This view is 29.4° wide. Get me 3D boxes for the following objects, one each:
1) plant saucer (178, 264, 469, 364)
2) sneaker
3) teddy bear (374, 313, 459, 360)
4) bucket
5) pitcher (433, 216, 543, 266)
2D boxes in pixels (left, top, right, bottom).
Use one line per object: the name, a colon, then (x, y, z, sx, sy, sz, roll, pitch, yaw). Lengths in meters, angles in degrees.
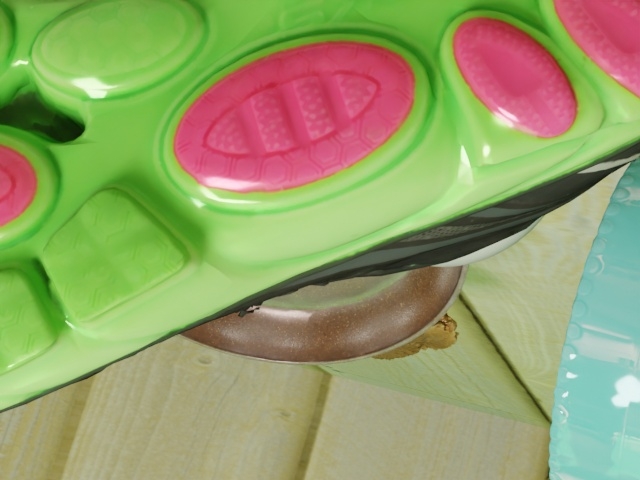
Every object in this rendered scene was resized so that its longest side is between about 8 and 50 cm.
plant saucer: (-0.040, -0.018, 0.922, 0.311, 0.050, 0.310, 8, 138, 7)
sneaker: (-0.054, -0.026, 0.492, 0.483, 0.185, 0.202, -13, 164, 6)
teddy bear: (0.000, 0.000, 1.093, 0.338, 0.113, 0.245, 23, 148, -33)
bucket: (0.262, 0.076, 0.730, 0.183, 0.281, 0.281, 14, 168, 26)
pitcher: (0.065, -0.077, 0.666, 0.178, 0.125, 0.207, 38, 155, -2)
